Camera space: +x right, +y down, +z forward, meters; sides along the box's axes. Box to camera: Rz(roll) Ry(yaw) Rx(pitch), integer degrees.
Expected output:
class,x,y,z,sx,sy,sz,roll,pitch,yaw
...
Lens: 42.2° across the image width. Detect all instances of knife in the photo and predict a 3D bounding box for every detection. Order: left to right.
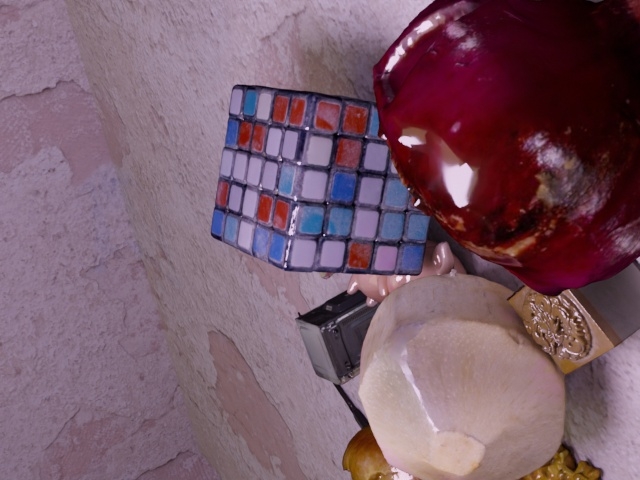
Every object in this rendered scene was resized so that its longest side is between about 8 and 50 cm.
class,x,y,z,sx,sy,sz,roll,pitch,yaw
knife,0.080,0.452,2.269,0.230,0.028,0.060,52,165,25

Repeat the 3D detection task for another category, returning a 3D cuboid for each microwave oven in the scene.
class,x,y,z,sx,sy,sz,roll,pitch,yaw
microwave oven,0.076,0.198,1.812,0.129,0.205,0.163,11,125,59

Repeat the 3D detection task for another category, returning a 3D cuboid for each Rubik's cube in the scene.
class,x,y,z,sx,sy,sz,roll,pitch,yaw
Rubik's cube,0.008,-0.105,1.449,0.293,0.287,0.292,22,105,55

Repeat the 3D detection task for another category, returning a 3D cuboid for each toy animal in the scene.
class,x,y,z,sx,sy,sz,roll,pitch,yaw
toy animal,0.174,0.068,1.566,0.166,0.154,0.250,29,170,-41

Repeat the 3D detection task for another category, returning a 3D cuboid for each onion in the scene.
class,x,y,z,sx,sy,sz,roll,pitch,yaw
onion,0.297,-0.171,0.986,0.398,0.420,0.398,42,-161,-18

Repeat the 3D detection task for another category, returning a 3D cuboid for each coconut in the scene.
class,x,y,z,sx,sy,sz,roll,pitch,yaw
coconut,0.224,0.230,1.329,0.352,0.352,0.353,43,149,35

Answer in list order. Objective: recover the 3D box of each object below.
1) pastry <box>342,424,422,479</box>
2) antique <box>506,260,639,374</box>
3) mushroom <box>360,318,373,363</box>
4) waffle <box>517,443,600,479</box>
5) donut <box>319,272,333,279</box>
class,x,y,z,sx,sy,sz,roll,pitch,yaw
pastry,0.215,0.485,1.678,0.356,0.164,0.356,22,168,5
antique,0.378,0.092,1.208,0.152,0.148,0.147,53,155,14
mushroom,0.193,0.222,1.673,0.215,0.207,0.207,16,138,12
waffle,0.457,0.504,1.551,0.260,0.069,0.293,39,145,40
donut,0.003,0.001,1.922,0.166,0.065,0.108,61,155,5
